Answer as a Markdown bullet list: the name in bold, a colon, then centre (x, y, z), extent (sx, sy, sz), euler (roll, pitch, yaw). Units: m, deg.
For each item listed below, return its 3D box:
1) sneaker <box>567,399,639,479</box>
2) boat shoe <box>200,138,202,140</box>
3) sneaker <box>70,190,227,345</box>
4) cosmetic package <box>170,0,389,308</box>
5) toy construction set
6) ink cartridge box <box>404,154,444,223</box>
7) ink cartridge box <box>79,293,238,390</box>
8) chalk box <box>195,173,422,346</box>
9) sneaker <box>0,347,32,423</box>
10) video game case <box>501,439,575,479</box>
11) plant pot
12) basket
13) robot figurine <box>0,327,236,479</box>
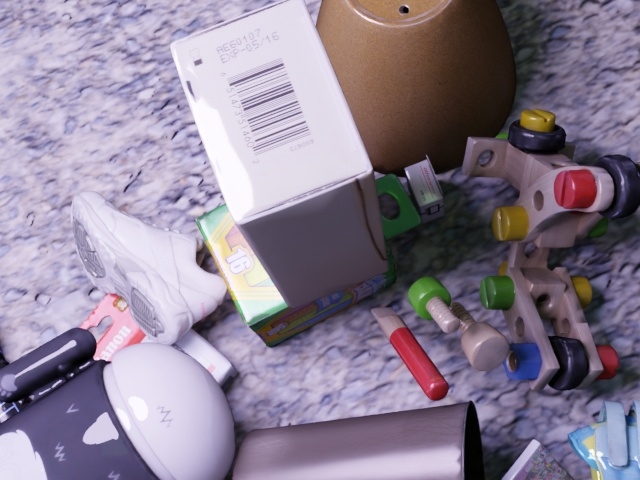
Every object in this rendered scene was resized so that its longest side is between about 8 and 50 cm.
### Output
- **sneaker**: centre (0.360, 0.161, 1.027), extent (0.208, 0.127, 0.319), euler (18, 83, 12)
- **boat shoe**: centre (-0.077, -0.090, 1.206), extent (0.133, 0.049, 0.042), euler (42, 91, 21)
- **sneaker**: centre (-0.189, 0.018, 1.184), extent (0.115, 0.090, 0.232), euler (-26, 56, -33)
- **cosmetic package**: centre (-0.023, -0.058, 0.919), extent (0.113, 0.309, 0.160), euler (-21, 75, 1)
- **toy construction set**: centre (0.191, 0.009, 1.075), extent (0.309, 0.257, 0.237), euler (-25, 36, -8)
- **ink cartridge box**: centre (0.112, -0.055, 1.153), extent (0.028, 0.083, 0.048), euler (-21, 72, 1)
- **ink cartridge box**: centre (-0.202, 0.141, 1.162), extent (0.179, 0.045, 0.145), euler (37, 82, 13)
- **chalk box**: centre (0.000, 0.000, 1.127), extent (0.213, 0.132, 0.132), euler (-28, 73, -1)
- **sneaker**: centre (-0.342, 0.184, 1.154), extent (0.090, 0.081, 0.232), euler (-10, 80, 2)
- **video game case**: centre (0.212, 0.257, 1.041), extent (0.087, 0.122, 0.011), euler (-50, 37, -8)
- **plant pot**: centre (0.089, -0.217, 1.114), extent (0.237, 0.254, 0.237), euler (-2, 75, 8)
- **basket**: centre (0.039, 0.248, 1.039), extent (0.227, 0.204, 0.154), euler (-2, 32, 14)
- **robot figurine**: centre (-0.216, 0.216, 1.036), extent (0.278, 0.209, 0.173), euler (-33, 40, 1)
